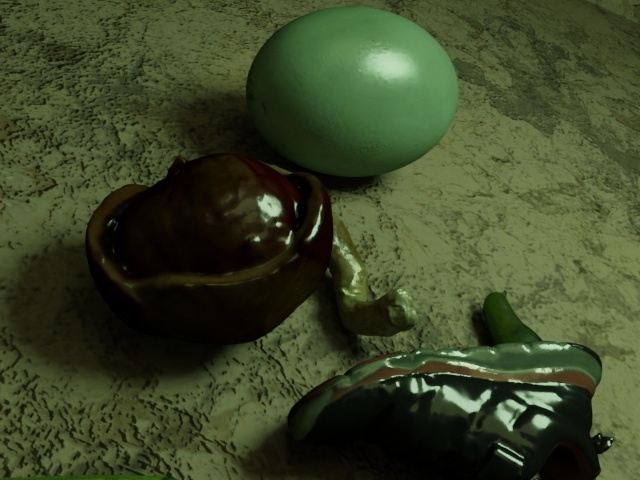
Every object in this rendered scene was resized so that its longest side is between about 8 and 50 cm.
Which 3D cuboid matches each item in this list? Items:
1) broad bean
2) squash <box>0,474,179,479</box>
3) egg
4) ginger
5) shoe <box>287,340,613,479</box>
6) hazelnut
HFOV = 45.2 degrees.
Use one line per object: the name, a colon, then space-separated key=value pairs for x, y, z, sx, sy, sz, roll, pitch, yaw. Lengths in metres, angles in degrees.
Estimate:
broad bean: x=0.221 y=0.160 z=0.754 sx=0.060 sy=0.043 sz=0.298 roll=3 pitch=42 yaw=-14
squash: x=-0.144 y=0.198 z=0.396 sx=0.122 sy=0.170 sz=0.170 roll=11 pitch=36 yaw=1
egg: x=0.042 y=-0.179 z=0.936 sx=0.282 sy=0.203 sz=0.203 roll=-9 pitch=47 yaw=-31
ginger: x=0.000 y=0.000 z=0.798 sx=0.089 sy=0.075 sz=0.288 roll=22 pitch=24 yaw=-47
shoe: x=0.114 y=0.164 z=0.642 sx=0.290 sy=0.114 sz=0.137 roll=0 pitch=63 yaw=-15
hazelnut: x=-0.094 y=0.006 z=0.651 sx=0.201 sy=0.161 sz=0.170 roll=1 pitch=16 yaw=-24
